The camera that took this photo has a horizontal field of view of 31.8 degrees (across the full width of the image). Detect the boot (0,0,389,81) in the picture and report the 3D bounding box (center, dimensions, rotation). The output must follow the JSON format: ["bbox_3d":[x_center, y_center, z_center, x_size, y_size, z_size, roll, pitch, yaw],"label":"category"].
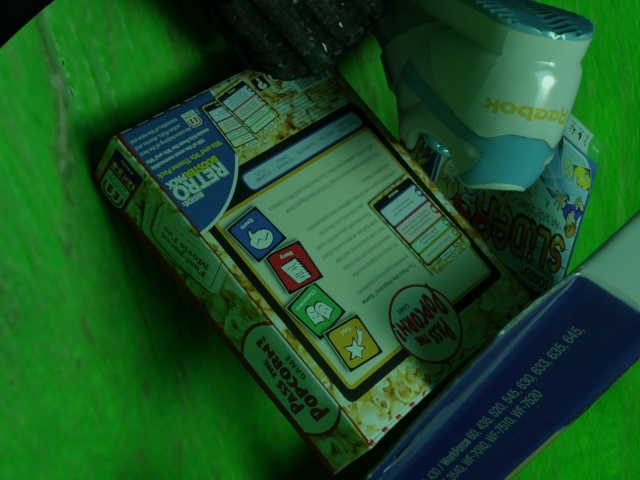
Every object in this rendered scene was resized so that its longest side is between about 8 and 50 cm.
[{"bbox_3d":[-0.087,-0.130,0.487,0.348,0.131,0.260,-47,157,-2],"label":"boot"}]

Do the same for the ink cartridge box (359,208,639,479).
[{"bbox_3d":[0.143,0.083,0.699,0.307,0.072,0.303,-36,165,-40],"label":"ink cartridge box"}]

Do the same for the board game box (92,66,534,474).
[{"bbox_3d":[0.000,0.000,0.585,0.147,0.045,0.193,-34,81,-38],"label":"board game box"}]

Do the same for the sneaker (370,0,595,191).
[{"bbox_3d":[0.067,-0.099,0.617,0.087,0.228,0.092,7,109,-14],"label":"sneaker"}]

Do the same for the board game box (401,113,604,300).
[{"bbox_3d":[0.131,-0.048,0.811,0.201,0.035,0.136,28,77,-47],"label":"board game box"}]
